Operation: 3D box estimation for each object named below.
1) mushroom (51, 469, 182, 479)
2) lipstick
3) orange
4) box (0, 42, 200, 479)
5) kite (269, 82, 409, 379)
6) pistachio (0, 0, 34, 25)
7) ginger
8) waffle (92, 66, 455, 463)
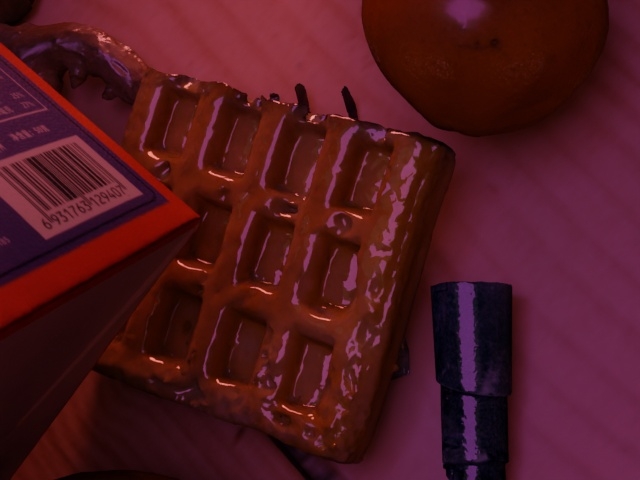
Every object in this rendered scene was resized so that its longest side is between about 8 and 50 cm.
[{"bbox_3d":[-0.136,0.263,0.873,0.254,0.267,0.267,-43,62,44],"label":"mushroom"},{"bbox_3d":[0.100,0.144,0.879,0.053,0.053,0.234,-5,78,19],"label":"lipstick"},{"bbox_3d":[0.105,-0.137,0.894,0.159,0.159,0.136,12,116,22],"label":"orange"},{"bbox_3d":[-0.310,0.056,0.821,0.257,0.348,0.318,42,115,5],"label":"box"},{"bbox_3d":[0.001,0.000,0.972,0.127,0.016,0.229,-3,80,17],"label":"kite"},{"bbox_3d":[-0.302,-0.227,1.117,0.173,0.049,0.089,22,85,23],"label":"pistachio"},{"bbox_3d":[-0.208,-0.134,1.060,0.173,0.051,0.069,0,81,22],"label":"ginger"},{"bbox_3d":[-0.047,0.012,0.949,0.248,0.055,0.221,17,89,28],"label":"waffle"}]
